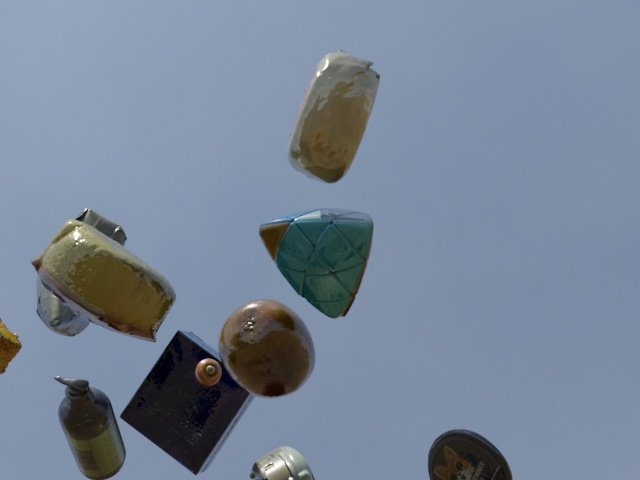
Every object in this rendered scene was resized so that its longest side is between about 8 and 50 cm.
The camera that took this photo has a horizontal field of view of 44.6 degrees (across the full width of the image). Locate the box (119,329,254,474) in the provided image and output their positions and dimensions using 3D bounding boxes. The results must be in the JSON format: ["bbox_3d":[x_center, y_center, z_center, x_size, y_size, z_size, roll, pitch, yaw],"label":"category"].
[{"bbox_3d":[-0.342,0.426,2.073,0.279,0.261,0.116,-57,-11,-2],"label":"box"}]

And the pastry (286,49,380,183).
[{"bbox_3d":[0.022,-0.238,1.531,0.133,0.265,0.265,20,-46,-2],"label":"pastry"}]

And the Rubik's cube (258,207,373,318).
[{"bbox_3d":[0.000,0.000,1.552,0.254,0.255,0.255,-9,-40,-7],"label":"Rubik's cube"}]

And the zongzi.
[{"bbox_3d":[-0.625,0.168,1.901,0.174,0.393,0.356,21,-52,-14],"label":"zongzi"}]

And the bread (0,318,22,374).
[{"bbox_3d":[-0.742,0.211,1.719,0.103,0.187,0.065,-47,-30,-2],"label":"bread"}]

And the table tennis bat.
[{"bbox_3d":[0.264,0.394,1.219,0.027,0.236,0.150,-9,-54,-47],"label":"table tennis bat"}]

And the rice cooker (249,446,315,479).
[{"bbox_3d":[-0.082,0.548,1.757,0.127,0.206,0.145,-20,-83,-14],"label":"rice cooker"}]

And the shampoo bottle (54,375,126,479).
[{"bbox_3d":[-0.453,0.359,1.531,0.101,0.101,0.284,-8,-45,-9],"label":"shampoo bottle"}]

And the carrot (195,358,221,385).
[{"bbox_3d":[-0.265,0.320,1.869,0.061,0.061,0.257,-8,-11,-8],"label":"carrot"}]

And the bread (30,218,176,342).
[{"bbox_3d":[-0.395,0.081,1.441,0.148,0.269,0.270,-56,-46,-5],"label":"bread"}]

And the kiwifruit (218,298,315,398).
[{"bbox_3d":[-0.109,0.236,1.666,0.195,0.196,0.234,-23,-46,10],"label":"kiwifruit"}]
